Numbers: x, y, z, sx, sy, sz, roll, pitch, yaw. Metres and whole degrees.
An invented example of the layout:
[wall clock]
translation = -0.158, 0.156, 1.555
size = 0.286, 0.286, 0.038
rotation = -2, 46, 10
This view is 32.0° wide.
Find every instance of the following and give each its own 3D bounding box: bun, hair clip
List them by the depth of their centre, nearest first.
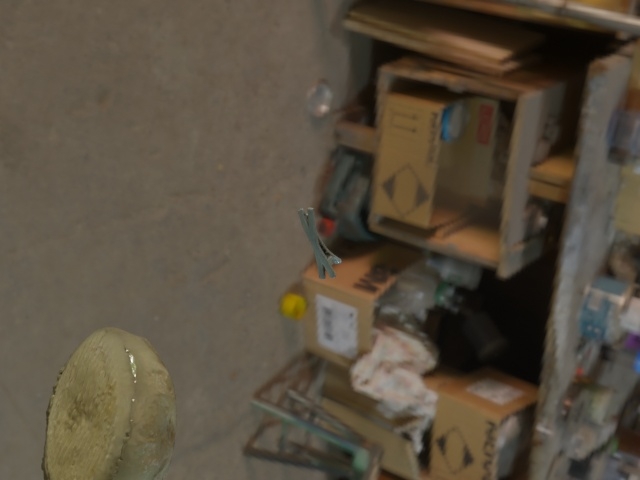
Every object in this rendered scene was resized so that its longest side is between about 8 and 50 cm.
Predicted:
[bun]
translation = -0.292, 0.269, 1.625
size = 0.146, 0.287, 0.287
rotation = 12, 96, -37
[hair clip]
translation = -0.001, 0.000, 1.674
size = 0.039, 0.030, 0.115
rotation = -50, 125, -50
